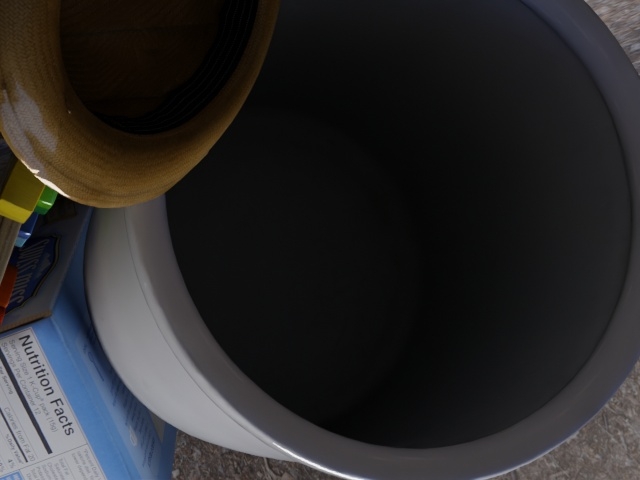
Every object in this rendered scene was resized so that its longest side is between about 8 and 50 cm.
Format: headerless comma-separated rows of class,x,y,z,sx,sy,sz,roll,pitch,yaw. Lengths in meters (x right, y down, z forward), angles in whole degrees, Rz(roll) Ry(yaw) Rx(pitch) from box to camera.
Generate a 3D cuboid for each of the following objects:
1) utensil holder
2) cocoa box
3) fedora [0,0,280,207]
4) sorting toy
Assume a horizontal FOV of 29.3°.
utensil holder,0.000,0.000,0.859,0.327,0.328,0.385,-17,177,-19
cocoa box,-0.274,0.131,1.122,0.227,0.231,0.347,-20,-160,4
fedora,-0.091,-0.109,0.518,0.079,0.194,0.194,20,-166,26
sorting toy,-0.191,-0.014,0.780,0.041,0.229,0.307,25,160,-16
